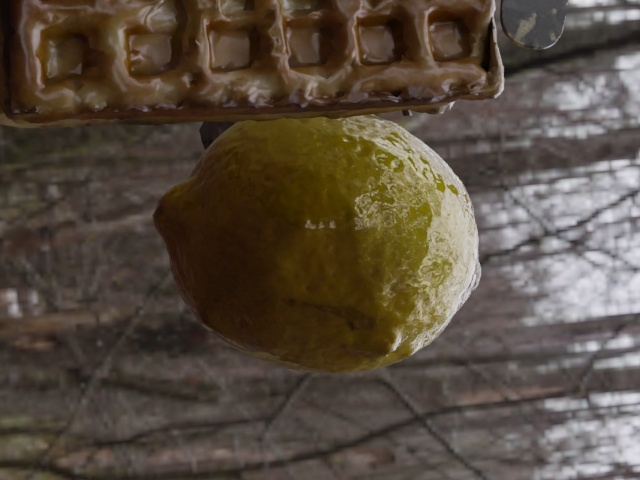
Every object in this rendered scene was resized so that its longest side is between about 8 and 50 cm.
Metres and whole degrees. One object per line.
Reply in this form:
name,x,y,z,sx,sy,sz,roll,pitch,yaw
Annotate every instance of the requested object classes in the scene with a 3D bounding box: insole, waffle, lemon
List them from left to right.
waffle,-0.053,-0.175,0.758,0.091,0.308,0.213,172,-88,-70
lemon,0.000,0.000,1.081,0.233,0.288,0.233,-172,-90,-77
insole,0.200,-0.294,1.177,0.011,0.081,0.248,145,-48,-72

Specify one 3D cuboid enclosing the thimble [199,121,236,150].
thimble,-0.044,-0.161,1.698,0.236,0.172,0.205,-60,141,-50
